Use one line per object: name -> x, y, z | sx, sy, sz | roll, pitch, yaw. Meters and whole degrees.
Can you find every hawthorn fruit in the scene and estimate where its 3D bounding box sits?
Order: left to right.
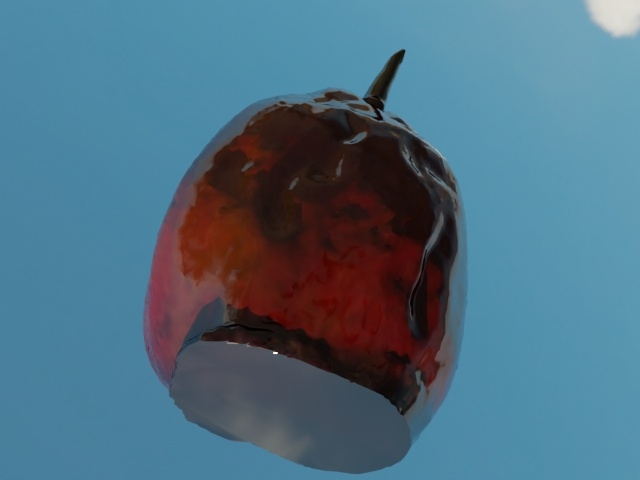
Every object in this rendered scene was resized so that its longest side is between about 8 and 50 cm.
hawthorn fruit -> 0.000, 0.000, 0.542 | 0.189, 0.189, 0.251 | 17, -100, -26
